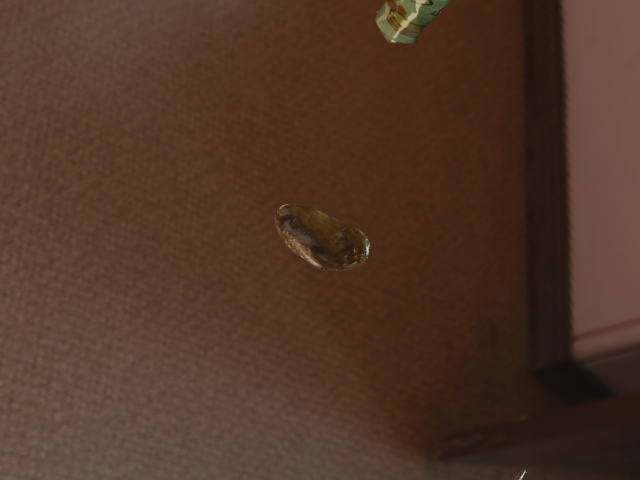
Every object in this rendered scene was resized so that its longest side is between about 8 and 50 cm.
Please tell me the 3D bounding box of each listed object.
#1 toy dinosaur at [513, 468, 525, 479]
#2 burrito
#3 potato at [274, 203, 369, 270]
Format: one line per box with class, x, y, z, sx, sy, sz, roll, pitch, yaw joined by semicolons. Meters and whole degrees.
toy dinosaur;0.128;0.198;0.796;0.180;0.058;0.037;-110;175;-60
burrito;0.120;-0.265;1.155;0.054;0.288;0.104;32;73;-4
potato;0.000;0.000;1.109;0.092;0.045;0.046;24;79;7
